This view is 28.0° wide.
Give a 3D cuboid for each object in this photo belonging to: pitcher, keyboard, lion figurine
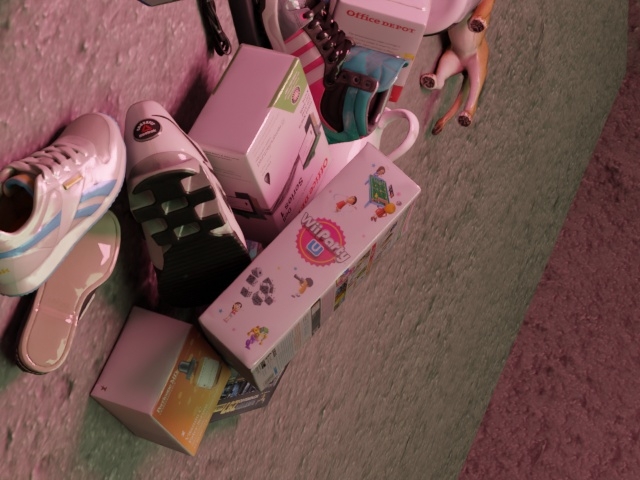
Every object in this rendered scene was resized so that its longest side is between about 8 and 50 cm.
[{"bbox_3d":[0.049,-0.119,1.927,0.125,0.178,0.207,26,91,-43],"label":"pitcher"},{"bbox_3d":[-0.100,-0.338,1.631,0.201,0.033,0.317,-60,153,-32],"label":"keyboard"},{"bbox_3d":[0.281,-0.406,2.417,0.240,0.142,0.392,-63,171,-45],"label":"lion figurine"}]

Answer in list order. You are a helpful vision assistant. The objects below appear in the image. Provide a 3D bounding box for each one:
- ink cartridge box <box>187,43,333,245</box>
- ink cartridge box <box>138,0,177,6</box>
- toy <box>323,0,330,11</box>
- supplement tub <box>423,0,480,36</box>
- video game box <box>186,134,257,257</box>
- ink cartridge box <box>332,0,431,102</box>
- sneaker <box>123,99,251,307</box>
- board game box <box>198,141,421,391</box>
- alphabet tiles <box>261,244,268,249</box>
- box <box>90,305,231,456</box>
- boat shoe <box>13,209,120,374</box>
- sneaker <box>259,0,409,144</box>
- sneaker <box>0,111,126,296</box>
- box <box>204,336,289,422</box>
[{"bbox_3d":[-0.072,-0.115,1.641,0.160,0.093,0.219,-64,155,-24],"label":"ink cartridge box"},{"bbox_3d":[-0.160,-0.405,1.174,0.223,0.129,0.307,27,77,-31],"label":"ink cartridge box"},{"bbox_3d":[0.012,-0.430,1.806,0.137,0.056,0.237,-32,134,-61],"label":"toy"},{"bbox_3d":[0.207,-0.467,2.072,0.316,0.194,0.193,-48,146,-50],"label":"supplement tub"},{"bbox_3d":[-0.136,-0.053,1.713,0.187,0.048,0.205,-27,129,-58],"label":"video game box"},{"bbox_3d":[0.080,-0.313,1.855,0.176,0.128,0.127,111,-7,-55],"label":"ink cartridge box"},{"bbox_3d":[-0.164,-0.042,1.538,0.330,0.122,0.146,84,-12,-57],"label":"sneaker"},{"bbox_3d":[-0.012,0.040,1.637,0.303,0.097,0.224,-46,172,-10],"label":"board game box"},{"bbox_3d":[0.000,0.000,1.887,0.278,0.021,0.284,-37,164,0],"label":"alphabet tiles"},{"bbox_3d":[-0.201,0.183,1.655,0.130,0.091,0.170,-66,157,-19],"label":"box"},{"bbox_3d":[-0.287,0.054,1.429,0.065,0.075,0.206,-26,-141,58],"label":"boat shoe"},{"bbox_3d":[0.025,-0.254,1.701,0.124,0.178,0.295,-56,145,-50],"label":"sneaker"},{"bbox_3d":[-0.275,-0.054,1.320,0.092,0.087,0.228,74,36,-50],"label":"sneaker"},{"bbox_3d":[-0.107,0.166,1.867,0.183,0.059,0.233,-64,160,11],"label":"box"}]
